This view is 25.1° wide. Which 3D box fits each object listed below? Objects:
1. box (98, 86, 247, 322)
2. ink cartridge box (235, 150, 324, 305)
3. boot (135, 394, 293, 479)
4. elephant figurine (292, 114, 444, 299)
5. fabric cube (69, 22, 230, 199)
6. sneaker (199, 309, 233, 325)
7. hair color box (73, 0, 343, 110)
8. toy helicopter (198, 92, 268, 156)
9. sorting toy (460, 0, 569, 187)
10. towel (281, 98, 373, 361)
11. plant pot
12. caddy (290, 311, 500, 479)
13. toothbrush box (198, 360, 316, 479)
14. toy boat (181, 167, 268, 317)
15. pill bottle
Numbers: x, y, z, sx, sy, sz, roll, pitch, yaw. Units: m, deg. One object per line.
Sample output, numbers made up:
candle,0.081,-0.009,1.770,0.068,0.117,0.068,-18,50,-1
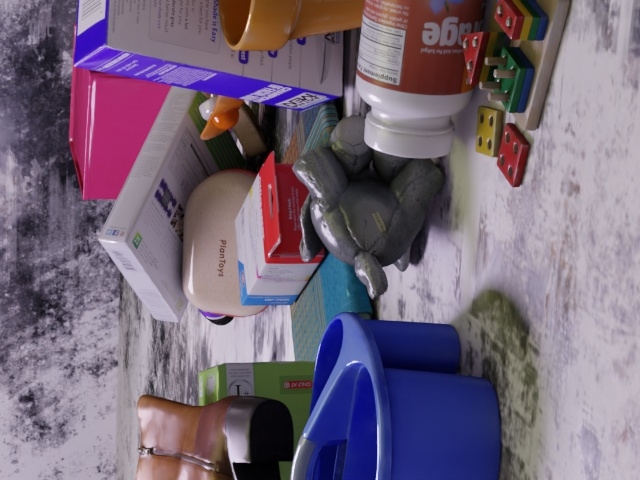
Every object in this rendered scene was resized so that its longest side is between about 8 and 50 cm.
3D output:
box,-0.226,-0.065,2.278,0.232,0.058,0.322,65,-139,-51
ink cartridge box,-0.052,-0.013,1.913,0.231,0.078,0.134,124,144,-63
boot,-0.148,0.306,1.646,0.280,0.096,0.264,-10,79,51
elephant figurine,0.049,-0.037,1.623,0.169,0.186,0.239,43,168,4
fabric cube,-0.315,-0.238,2.633,0.259,0.258,0.254,-117,31,-56
sneaker,-0.177,0.016,2.447,0.146,0.102,0.293,74,-166,-55
hair color box,-0.135,-0.286,1.816,0.110,0.339,0.185,-15,70,57
toy helicopter,-0.148,-0.229,2.152,0.235,0.140,0.355,66,-175,36
sorting toy,0.169,-0.182,1.331,0.132,0.046,0.274,-112,26,-52
towel,0.000,0.000,1.945,0.271,0.040,0.370,119,149,-58
plant pot,-0.009,-0.323,1.690,0.205,0.188,0.205,180,90,-73
caddy,0.056,0.238,1.497,0.241,0.179,0.341,-119,32,-61
toothbrush box,-0.036,0.293,1.766,0.122,0.206,0.283,147,121,-71
toy boat,-0.130,-0.002,2.267,0.151,0.151,0.231,-48,-36,-70
pill bottle,0.100,-0.198,1.438,0.121,0.121,0.216,-124,37,-63
